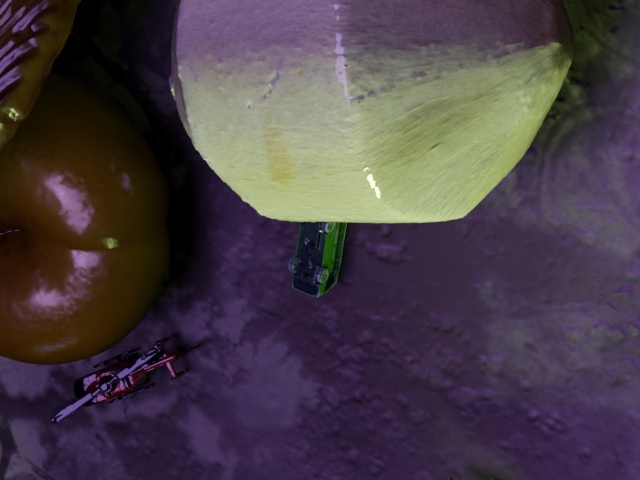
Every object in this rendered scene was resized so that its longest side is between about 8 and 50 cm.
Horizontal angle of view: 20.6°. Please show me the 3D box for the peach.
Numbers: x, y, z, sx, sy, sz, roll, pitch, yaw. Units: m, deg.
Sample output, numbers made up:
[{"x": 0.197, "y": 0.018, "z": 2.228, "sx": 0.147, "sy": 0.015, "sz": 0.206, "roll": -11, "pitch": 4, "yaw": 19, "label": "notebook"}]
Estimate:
[{"x": -0.228, "y": -0.017, "z": 1.443, "sx": 0.251, "sy": 0.153, "sz": 0.251, "roll": 20, "pitch": 120, "yaw": 39, "label": "peach"}]

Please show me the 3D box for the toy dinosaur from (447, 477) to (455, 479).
[{"x": 0.183, "y": 0.269, "z": 1.282, "sx": 0.259, "sy": 0.094, "sz": 0.153, "roll": 30, "pitch": 120, "yaw": 33, "label": "toy dinosaur"}]

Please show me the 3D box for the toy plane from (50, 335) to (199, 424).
[{"x": -0.162, "y": 0.114, "z": 1.492, "sx": 0.145, "sy": 0.060, "sz": 0.037, "roll": -23, "pitch": 90, "yaw": 22, "label": "toy plane"}]

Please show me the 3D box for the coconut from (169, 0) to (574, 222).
[{"x": 0.041, "y": -0.128, "z": 1.160, "sx": 0.265, "sy": 0.237, "sz": 0.237, "roll": -5, "pitch": 101, "yaw": 34, "label": "coconut"}]

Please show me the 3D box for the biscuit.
[{"x": -0.289, "y": -0.149, "z": 1.388, "sx": 0.318, "sy": 0.040, "sz": 0.318, "roll": -32, "pitch": 43, "yaw": 36, "label": "biscuit"}]

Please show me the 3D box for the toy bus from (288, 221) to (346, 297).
[{"x": 0.000, "y": 0.000, "z": 1.354, "sx": 0.031, "sy": 0.037, "sz": 0.083, "roll": 21, "pitch": 117, "yaw": 28, "label": "toy bus"}]
